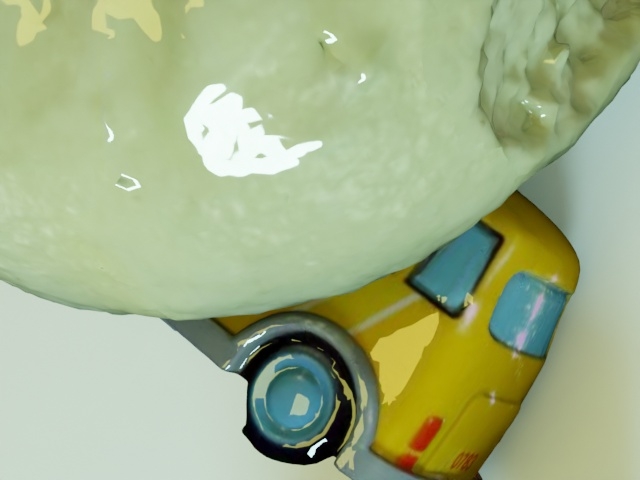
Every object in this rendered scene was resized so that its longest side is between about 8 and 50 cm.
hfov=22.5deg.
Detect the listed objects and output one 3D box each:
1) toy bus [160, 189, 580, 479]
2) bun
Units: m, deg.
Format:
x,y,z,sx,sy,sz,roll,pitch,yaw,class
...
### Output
x,y,z,sx,sy,sz,roll,pitch,yaw,class
0.000,0.000,0.637,0.209,0.126,0.136,37,97,25,toy bus
-0.043,-0.162,0.549,0.364,0.202,0.364,-8,55,11,bun
